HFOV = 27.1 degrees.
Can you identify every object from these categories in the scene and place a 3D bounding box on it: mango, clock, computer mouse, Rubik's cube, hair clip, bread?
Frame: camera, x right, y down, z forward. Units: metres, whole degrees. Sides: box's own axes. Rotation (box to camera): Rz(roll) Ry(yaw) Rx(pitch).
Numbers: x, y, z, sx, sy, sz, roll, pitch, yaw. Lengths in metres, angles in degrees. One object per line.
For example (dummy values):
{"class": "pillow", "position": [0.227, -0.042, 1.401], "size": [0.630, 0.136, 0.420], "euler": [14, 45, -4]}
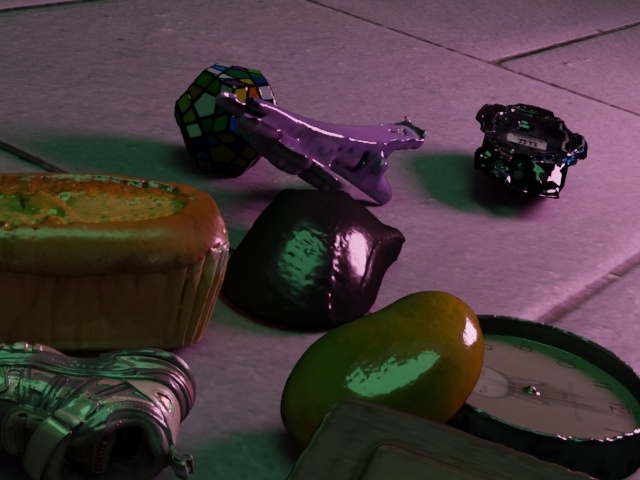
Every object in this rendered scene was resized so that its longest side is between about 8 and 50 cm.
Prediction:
{"class": "mango", "position": [0.055, 0.101, 1.021], "size": [0.191, 0.085, 0.122], "euler": [-33, 28, -24]}
{"class": "clock", "position": [0.178, 0.128, 1.124], "size": [0.215, 0.042, 0.215], "euler": [10, 23, -4]}
{"class": "computer mouse", "position": [0.255, -0.103, 1.654], "size": [0.147, 0.077, 0.241], "euler": [16, 27, 9]}
{"class": "Rubik's cube", "position": [-0.105, -0.139, 1.516], "size": [0.112, 0.133, 0.133], "euler": [-22, 32, -11]}
{"class": "hair clip", "position": [0.003, -0.097, 1.447], "size": [0.278, 0.090, 0.137], "euler": [4, 32, -42]}
{"class": "bread", "position": [-0.223, 0.014, 1.103], "size": [0.288, 0.119, 0.152], "euler": [2, 21, -22]}
{"class": "computer mouse", "position": [0.000, 0.000, 1.291], "size": [0.147, 0.088, 0.264], "euler": [18, 21, 7]}

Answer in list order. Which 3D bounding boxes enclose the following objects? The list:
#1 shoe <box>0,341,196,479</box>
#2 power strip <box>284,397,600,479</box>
{"class": "shoe", "position": [-0.171, 0.131, 0.907], "size": [0.180, 0.089, 0.092], "euler": [2, 37, -16]}
{"class": "power strip", "position": [0.076, 0.226, 0.784], "size": [0.257, 0.092, 0.251], "euler": [20, 33, 15]}
